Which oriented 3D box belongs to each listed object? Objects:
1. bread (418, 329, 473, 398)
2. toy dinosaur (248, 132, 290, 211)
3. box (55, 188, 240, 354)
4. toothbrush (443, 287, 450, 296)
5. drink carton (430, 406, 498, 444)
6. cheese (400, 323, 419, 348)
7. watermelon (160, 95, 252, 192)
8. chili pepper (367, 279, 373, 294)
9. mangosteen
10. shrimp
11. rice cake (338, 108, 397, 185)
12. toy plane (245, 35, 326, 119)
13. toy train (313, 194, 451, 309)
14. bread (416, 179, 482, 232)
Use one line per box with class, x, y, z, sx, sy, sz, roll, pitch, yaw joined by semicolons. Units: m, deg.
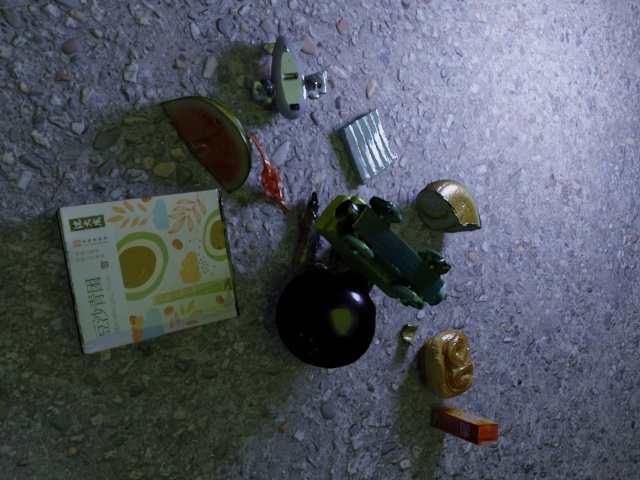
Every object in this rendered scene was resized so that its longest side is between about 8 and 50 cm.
bread;0.446;0.436;1.732;0.198;0.120;0.236;-12;95;-30
toy dinosaur;-0.147;-0.179;1.401;0.055;0.101;0.279;-15;137;3
box;-0.425;0.065;1.240;0.385;0.122;0.344;-11;95;-29
toothbrush;0.360;0.133;1.744;0.307;0.030;0.025;31;75;-28
drink carton;0.494;0.639;1.696;0.096;0.223;0.071;9;84;-30
cheese;0.313;0.336;1.703;0.060;0.041;0.084;10;69;-36
watermelon;-0.275;-0.303;1.361;0.303;0.159;0.128;53;28;-20
chili pepper;0.112;0.068;1.578;0.122;0.065;0.278;-22;102;-28
mangosteen;0.030;0.207;1.400;0.313;0.297;0.297;-44;110;-20
shrimp;0.000;0.000;1.528;0.169;0.058;0.295;11;86;-38
rice cake;0.160;-0.312;1.626;0.189;0.037;0.198;-37;107;-25
toy plane;-0.098;-0.478;1.444;0.245;0.117;0.244;-1;95;-13
toy train;0.175;0.032;1.419;0.442;0.272;0.179;43;77;-26
bread;0.459;-0.120;1.738;0.260;0.158;0.156;51;57;-19
